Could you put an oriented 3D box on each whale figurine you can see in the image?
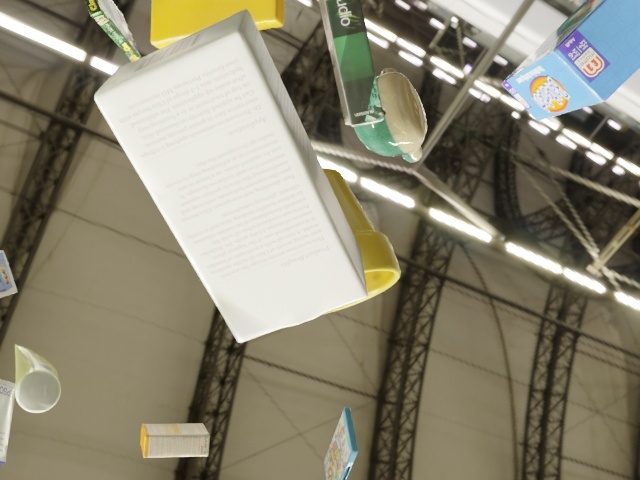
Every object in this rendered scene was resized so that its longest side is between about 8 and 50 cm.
[{"bbox_3d":[0.158,-0.270,1.635,0.272,0.141,0.216,-22,-86,-69],"label":"whale figurine"}]

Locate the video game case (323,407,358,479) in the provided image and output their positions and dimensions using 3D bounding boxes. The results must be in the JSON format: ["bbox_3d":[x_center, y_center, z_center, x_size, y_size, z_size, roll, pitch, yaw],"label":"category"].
[{"bbox_3d":[0.040,0.447,1.528,0.015,0.166,0.119,11,-150,-13],"label":"video game case"}]

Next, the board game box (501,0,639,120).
[{"bbox_3d":[0.229,-0.175,0.501,0.047,0.210,0.160,45,-174,-2],"label":"board game box"}]

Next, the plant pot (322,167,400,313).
[{"bbox_3d":[0.000,0.000,1.447,0.254,0.254,0.238,2,-117,-48],"label":"plant pot"}]

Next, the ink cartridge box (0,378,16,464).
[{"bbox_3d":[-0.672,0.362,1.404,0.223,0.045,0.223,61,-153,-66],"label":"ink cartridge box"}]

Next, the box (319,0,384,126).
[{"bbox_3d":[0.036,-0.341,1.157,0.059,0.321,0.232,-13,-170,2],"label":"box"}]

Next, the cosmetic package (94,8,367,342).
[{"bbox_3d":[-0.117,-0.088,1.136,0.161,0.230,0.453,-92,-21,-62],"label":"cosmetic package"}]

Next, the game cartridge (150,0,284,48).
[{"bbox_3d":[-0.227,-0.583,1.625,0.324,0.285,0.053,-2,173,23],"label":"game cartridge"}]

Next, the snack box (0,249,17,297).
[{"bbox_3d":[-0.502,0.068,0.987,0.178,0.022,0.064,-21,-84,-44],"label":"snack box"}]

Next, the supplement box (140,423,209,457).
[{"bbox_3d":[-0.226,0.310,1.147,0.099,0.036,0.062,4,-178,-18],"label":"supplement box"}]

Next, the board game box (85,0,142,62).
[{"bbox_3d":[-0.490,-0.521,1.705,0.259,0.030,0.136,57,-169,-78],"label":"board game box"}]

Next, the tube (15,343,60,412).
[{"bbox_3d":[-0.441,0.211,1.151,0.062,0.070,0.240,-7,-175,-21],"label":"tube"}]
